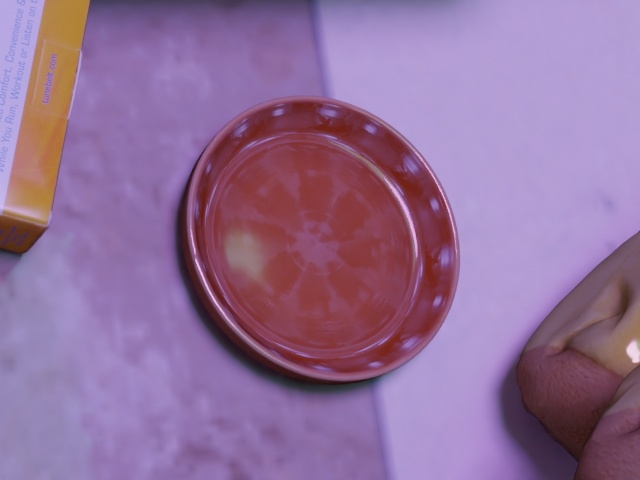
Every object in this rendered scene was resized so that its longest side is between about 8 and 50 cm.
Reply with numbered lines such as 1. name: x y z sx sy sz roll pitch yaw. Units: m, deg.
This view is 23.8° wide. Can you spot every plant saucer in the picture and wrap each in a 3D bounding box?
1. plant saucer: 0.000 0.000 0.427 0.084 0.013 0.083 9 68 -22

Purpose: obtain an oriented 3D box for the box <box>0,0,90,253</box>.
1. box: -0.128 -0.052 0.377 0.136 0.028 0.081 15 66 -18

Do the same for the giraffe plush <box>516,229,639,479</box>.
1. giraffe plush: 0.174 0.050 0.430 0.170 0.181 0.210 51 24 -14
